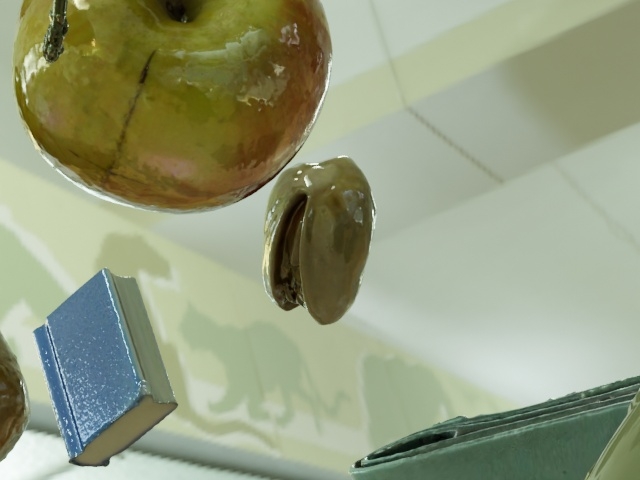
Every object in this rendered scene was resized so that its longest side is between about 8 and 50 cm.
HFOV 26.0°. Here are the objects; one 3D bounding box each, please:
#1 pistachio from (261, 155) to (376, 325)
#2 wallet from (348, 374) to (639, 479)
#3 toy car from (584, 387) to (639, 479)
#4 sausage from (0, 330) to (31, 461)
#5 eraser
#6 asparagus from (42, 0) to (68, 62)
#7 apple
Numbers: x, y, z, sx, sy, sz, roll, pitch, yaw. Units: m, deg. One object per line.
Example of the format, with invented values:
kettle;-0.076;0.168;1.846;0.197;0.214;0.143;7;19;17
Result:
pistachio;0.000;0.000;1.590;0.131;0.129;0.206;-26;-46;-41
wallet;0.178;0.196;0.729;0.290;0.251;0.054;-18;6;34
toy car;0.244;0.148;0.402;0.242;0.336;0.226;41;-97;-30
sausage;-0.393;0.006;1.296;0.136;0.500;0.123;-3;-43;-34
eraser;-0.113;0.066;0.717;0.063;0.084;0.027;-39;-37;22
asparagus;-0.134;-0.145;0.729;0.016;0.013;0.166;-40;-13;-31
apple;-0.134;-0.153;1.234;0.286;0.286;0.233;-8;-24;-19
